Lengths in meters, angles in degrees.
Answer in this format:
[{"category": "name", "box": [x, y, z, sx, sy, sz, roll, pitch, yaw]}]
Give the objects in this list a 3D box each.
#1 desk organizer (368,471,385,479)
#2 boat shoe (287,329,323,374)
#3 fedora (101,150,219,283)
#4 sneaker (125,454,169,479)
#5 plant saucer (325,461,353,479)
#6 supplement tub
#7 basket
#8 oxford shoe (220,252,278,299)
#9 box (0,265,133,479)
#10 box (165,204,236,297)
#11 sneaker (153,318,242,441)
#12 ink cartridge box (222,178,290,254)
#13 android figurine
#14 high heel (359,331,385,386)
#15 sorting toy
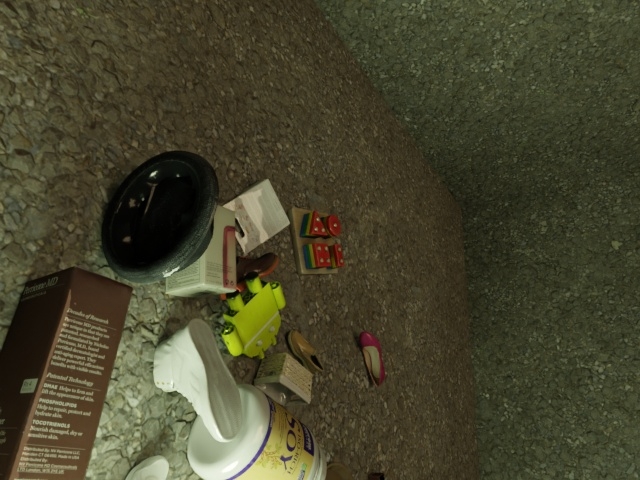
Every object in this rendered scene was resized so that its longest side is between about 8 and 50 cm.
[{"category": "desk organizer", "box": [0.226, 0.976, 1.846, 0.047, 0.050, 0.130, 9, 70, -56]}, {"category": "boat shoe", "box": [-0.045, 0.383, 1.645, 0.190, 0.072, 0.068, 59, 35, -23]}, {"category": "fedora", "box": [-0.358, -0.043, 1.149, 0.152, 0.334, 0.334, 49, 37, -63]}, {"category": "sneaker", "box": [-0.379, 0.568, 1.003, 0.090, 0.115, 0.232, 58, 35, -25]}, {"category": "plant saucer", "box": [0.039, 0.896, 1.596, 0.278, 0.041, 0.278, 29, 54, -50]}, {"category": "supplement tub", "box": [-0.154, 0.554, 1.245, 0.331, 0.241, 0.241, 50, 39, -34]}, {"category": "basket", "box": [-0.111, 0.435, 1.485, 0.167, 0.113, 0.103, 49, 38, -36]}, {"category": "oxford shoe", "box": [-0.224, 0.081, 1.473, 0.271, 0.097, 0.098, -37, 103, -56]}, {"category": "box", "box": [-0.498, 0.256, 0.877, 0.143, 0.191, 0.381, 37, 47, -45]}, {"category": "box", "box": [-0.322, 0.029, 1.286, 0.127, 0.148, 0.232, 21, 60, -54]}, {"category": "sneaker", "box": [-0.304, 0.357, 1.151, 0.108, 0.169, 0.293, 7, 56, -59]}, {"category": "ink cartridge box", "box": [-0.225, -0.082, 1.599, 0.224, 0.056, 0.181, -38, 111, -36]}, {"category": "android figurine", "box": [-0.194, 0.234, 1.413, 0.248, 0.056, 0.273, -44, 133, -40]}, {"category": "high heel", "box": [0.214, 0.499, 2.000, 0.117, 0.082, 0.244, -74, 150, -54]}, {"category": "sorting toy", "box": [0.000, 0.000, 1.859, 0.257, 0.089, 0.256, 5, 73, -57]}]
